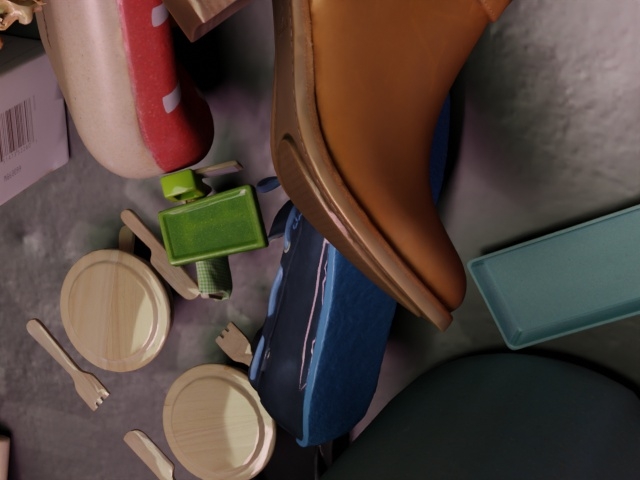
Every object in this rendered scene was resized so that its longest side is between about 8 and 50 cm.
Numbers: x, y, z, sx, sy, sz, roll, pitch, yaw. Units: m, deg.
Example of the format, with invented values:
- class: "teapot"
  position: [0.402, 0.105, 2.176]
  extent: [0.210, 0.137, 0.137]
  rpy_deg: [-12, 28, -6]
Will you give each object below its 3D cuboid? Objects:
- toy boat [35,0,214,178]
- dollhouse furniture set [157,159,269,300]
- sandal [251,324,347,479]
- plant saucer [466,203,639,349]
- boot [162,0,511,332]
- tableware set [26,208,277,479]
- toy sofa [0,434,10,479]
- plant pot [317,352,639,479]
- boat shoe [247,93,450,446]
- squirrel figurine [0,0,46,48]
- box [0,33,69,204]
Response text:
- class: "toy boat"
  position: [-0.092, -0.150, 0.908]
  extent: [0.151, 0.151, 0.231]
  rpy_deg: [-16, 136, -12]
- class: "dollhouse furniture set"
  position: [-0.058, -0.007, 0.948]
  extent: [0.058, 0.151, 0.076]
  rpy_deg: [-14, 84, 4]
- class: "sandal"
  position: [-0.021, 0.169, 1.075]
  extent: [0.097, 0.054, 0.255]
  rpy_deg: [7, 117, 24]
- class: "plant saucer"
  position: [0.183, 0.012, 0.913]
  extent: [0.192, 0.018, 0.067]
  rpy_deg: [-20, 104, 33]
- class: "boot"
  position: [0.058, -0.115, 0.819]
  extent: [0.283, 0.220, 0.109]
  rpy_deg: [56, 170, -6]
- class: "tableware set"
  position: [-0.102, 0.085, 1.059]
  extent: [0.194, 0.039, 0.128]
  rpy_deg: [47, 113, 8]
- class: "toy sofa"
  position: [-0.424, 0.214, 1.271]
  extent: [0.362, 0.177, 0.150]
  rpy_deg: [5, 92, 26]
- class: "plant pot"
  position: [0.082, 0.255, 0.889]
  extent: [0.341, 0.334, 0.341]
  rpy_deg: [12, 121, 21]
- class: "boat shoe"
  position: [0.000, 0.000, 0.933]
  extent: [0.089, 0.109, 0.258]
  rpy_deg: [30, 108, 38]
- class: "squirrel figurine"
  position: [-0.303, -0.193, 0.798]
  extent: [0.397, 0.281, 0.371]
  rpy_deg: [34, 122, 53]
- class: "box"
  position: [-0.279, -0.084, 1.034]
  extent: [0.170, 0.130, 0.091]
  rpy_deg: [11, 119, 23]
